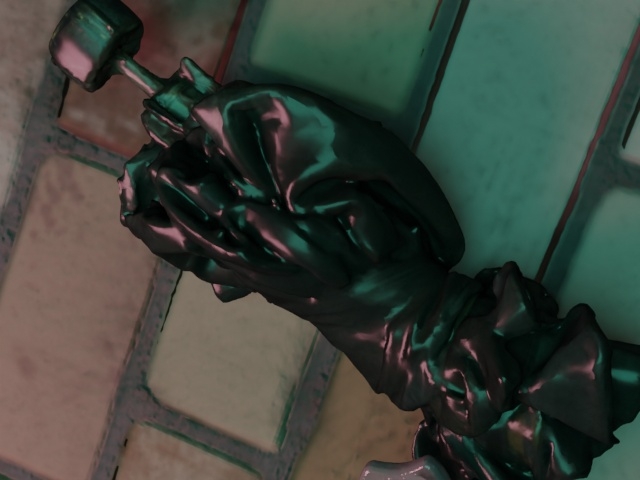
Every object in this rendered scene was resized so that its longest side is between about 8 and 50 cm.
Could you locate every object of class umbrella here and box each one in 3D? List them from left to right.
[{"bbox_3d":[-0.002,0.002,0.624,0.349,0.094,0.143,42,107,3],"label":"umbrella"}]

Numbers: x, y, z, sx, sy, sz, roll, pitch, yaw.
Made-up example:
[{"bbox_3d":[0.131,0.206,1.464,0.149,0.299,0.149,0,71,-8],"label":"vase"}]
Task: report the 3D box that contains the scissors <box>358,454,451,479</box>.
[{"bbox_3d":[0.041,0.185,0.650,0.100,0.015,0.189,30,128,5],"label":"scissors"}]
